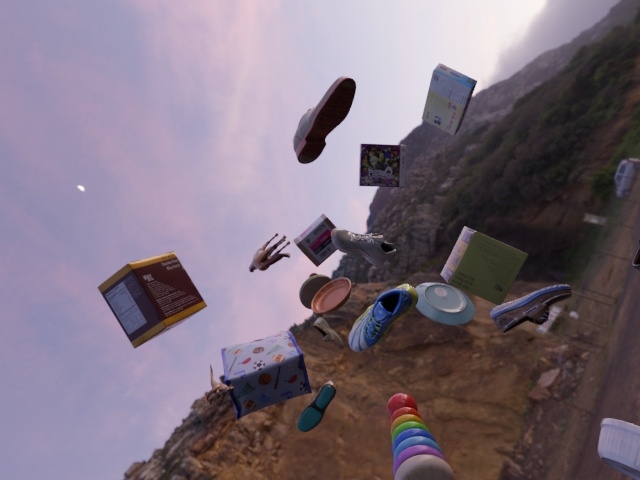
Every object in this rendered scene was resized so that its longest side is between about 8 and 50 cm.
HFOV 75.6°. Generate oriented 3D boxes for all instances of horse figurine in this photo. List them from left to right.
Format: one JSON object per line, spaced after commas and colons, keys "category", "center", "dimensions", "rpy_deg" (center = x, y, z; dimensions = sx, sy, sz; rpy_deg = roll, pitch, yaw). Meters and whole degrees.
{"category": "horse figurine", "center": [-0.184, 0.052, 1.443], "dimensions": [0.174, 0.263, 0.066], "rpy_deg": [-45, -75, -8]}

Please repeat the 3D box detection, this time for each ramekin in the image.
{"category": "ramekin", "center": [0.895, 0.603, 1.155], "dimensions": [0.109, 0.207, 0.207], "rpy_deg": [-59, -32, -17]}

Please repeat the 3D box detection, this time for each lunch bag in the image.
{"category": "lunch bag", "center": [-0.247, 0.538, 1.772], "dimensions": [0.328, 0.385, 0.238], "rpy_deg": [-14, -73, -15]}

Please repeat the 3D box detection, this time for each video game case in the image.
{"category": "video game case", "center": [0.308, -0.371, 2.045], "dimensions": [0.042, 0.232, 0.210], "rpy_deg": [-153, 65, -86]}

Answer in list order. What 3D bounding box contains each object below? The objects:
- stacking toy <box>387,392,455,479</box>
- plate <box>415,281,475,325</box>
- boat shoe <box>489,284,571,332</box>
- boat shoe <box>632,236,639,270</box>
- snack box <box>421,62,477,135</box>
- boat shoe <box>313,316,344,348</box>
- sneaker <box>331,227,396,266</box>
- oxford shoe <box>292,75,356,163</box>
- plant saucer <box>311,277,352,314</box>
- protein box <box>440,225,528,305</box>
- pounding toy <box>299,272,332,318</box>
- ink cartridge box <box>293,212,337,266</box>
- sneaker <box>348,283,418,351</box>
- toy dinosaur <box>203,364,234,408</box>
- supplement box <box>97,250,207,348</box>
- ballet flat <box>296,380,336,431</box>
{"category": "stacking toy", "center": [0.241, 0.525, 1.105], "dimensions": [0.330, 0.141, 0.141], "rpy_deg": [-93, 14, -75]}
{"category": "plate", "center": [0.370, 0.179, 1.234], "dimensions": [0.188, 0.188, 0.024], "rpy_deg": [-36, -38, -45]}
{"category": "boat shoe", "center": [0.491, 0.161, 0.949], "dimensions": [0.066, 0.183, 0.066], "rpy_deg": [32, -145, -52]}
{"category": "boat shoe", "center": [1.056, -0.003, 1.298], "dimensions": [0.084, 0.079, 0.233], "rpy_deg": [90, -155, -83]}
{"category": "snack box", "center": [0.580, -0.636, 1.889], "dimensions": [0.060, 0.187, 0.322], "rpy_deg": [-51, -17, -16]}
{"category": "boat shoe", "center": [0.027, 0.334, 1.450], "dimensions": [0.045, 0.135, 0.050], "rpy_deg": [-38, -9, -30]}
{"category": "sneaker", "center": [0.164, 0.002, 1.520], "dimensions": [0.263, 0.121, 0.099], "rpy_deg": [21, -128, -26]}
{"category": "oxford shoe", "center": [-0.009, -0.491, 1.620], "dimensions": [0.141, 0.146, 0.397], "rpy_deg": [1, -39, -42]}
{"category": "plant saucer", "center": [0.051, 0.237, 1.724], "dimensions": [0.037, 0.200, 0.200], "rpy_deg": [52, -123, -21]}
{"category": "protein box", "center": [0.570, 0.086, 1.456], "dimensions": [0.136, 0.200, 0.201], "rpy_deg": [-64, -3, -80]}
{"category": "pounding toy", "center": [-0.021, 0.247, 2.005], "dimensions": [0.183, 0.110, 0.236], "rpy_deg": [-37, -57, -6]}
{"category": "ink cartridge box", "center": [0.000, 0.000, 2.291], "dimensions": [0.235, 0.088, 0.193], "rpy_deg": [-42, -67, 3]}
{"category": "sneaker", "center": [0.145, 0.199, 1.076], "dimensions": [0.240, 0.091, 0.126], "rpy_deg": [-49, -29, 11]}
{"category": "toy dinosaur", "center": [-0.360, 0.519, 1.439], "dimensions": [0.112, 0.212, 0.064], "rpy_deg": [-51, -61, -27]}
{"category": "supplement box", "center": [-0.459, 0.156, 1.148], "dimensions": [0.129, 0.194, 0.191], "rpy_deg": [-33, -2, 19]}
{"category": "ballet flat", "center": [-0.007, 0.649, 1.615], "dimensions": [0.232, 0.080, 0.073], "rpy_deg": [-53, -7, 8]}
